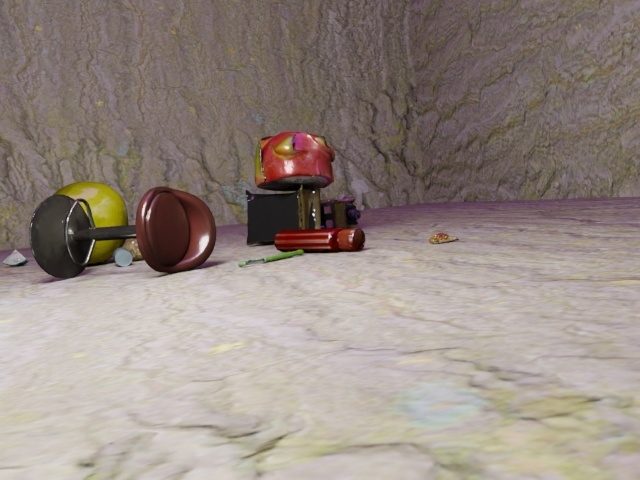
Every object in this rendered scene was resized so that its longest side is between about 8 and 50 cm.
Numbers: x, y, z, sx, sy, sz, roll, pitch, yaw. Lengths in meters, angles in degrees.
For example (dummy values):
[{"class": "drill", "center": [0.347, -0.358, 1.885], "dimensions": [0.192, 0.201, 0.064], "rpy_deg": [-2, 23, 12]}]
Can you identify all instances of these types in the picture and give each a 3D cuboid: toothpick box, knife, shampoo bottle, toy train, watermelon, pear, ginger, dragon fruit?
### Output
[{"class": "toothpick box", "center": [-0.595, 0.049, 1.747], "dimensions": [0.052, 0.052, 0.083], "rpy_deg": [-8, 6, -22]}, {"class": "knife", "center": [-0.126, 0.046, 1.489], "dimensions": [0.212, 0.015, 0.054], "rpy_deg": [-11, 0, -44]}, {"class": "shampoo bottle", "center": [0.000, 0.000, 1.586], "dimensions": [0.260, 0.064, 0.102], "rpy_deg": [-1, 3, 39]}, {"class": "toy train", "center": [0.041, -0.111, 2.426], "dimensions": [0.177, 0.134, 0.261], "rpy_deg": [-10, 6, -40]}, {"class": "watermelon", "center": [-1.092, 0.062, 2.099], "dimensions": [0.085, 0.061, 0.085], "rpy_deg": [-14, 0, 0]}, {"class": "pear", "center": [-0.748, -0.050, 1.853], "dimensions": [0.294, 0.294, 0.294], "rpy_deg": [-5, 5, 0]}, {"class": "ginger", "center": [-0.558, 0.018, 1.914], "dimensions": [0.104, 0.080, 0.204], "rpy_deg": [-9, 4, 37]}, {"class": "dragon fruit", "center": [-0.085, -0.276, 1.979], "dimensions": [0.290, 0.189, 0.290], "rpy_deg": [-2, -3, 0]}]

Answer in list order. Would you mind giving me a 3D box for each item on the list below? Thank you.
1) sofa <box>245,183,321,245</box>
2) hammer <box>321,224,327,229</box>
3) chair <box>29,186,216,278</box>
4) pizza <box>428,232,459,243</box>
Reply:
[{"class": "sofa", "center": [-0.124, -0.079, 2.012], "dimensions": [0.258, 0.200, 0.182], "rpy_deg": [-4, -6, 22]}, {"class": "hammer", "center": [-0.070, -0.040, 2.150], "dimensions": [0.193, 0.070, 0.116], "rpy_deg": [-1, 3, -7]}, {"class": "chair", "center": [-0.487, -0.021, 1.456], "dimensions": [0.401, 0.227, 0.226], "rpy_deg": [-3, 5, 17]}, {"class": "pizza", "center": [0.326, -0.009, 1.540], "dimensions": [0.078, 0.025, 0.083], "rpy_deg": [-7, 4, 12]}]
